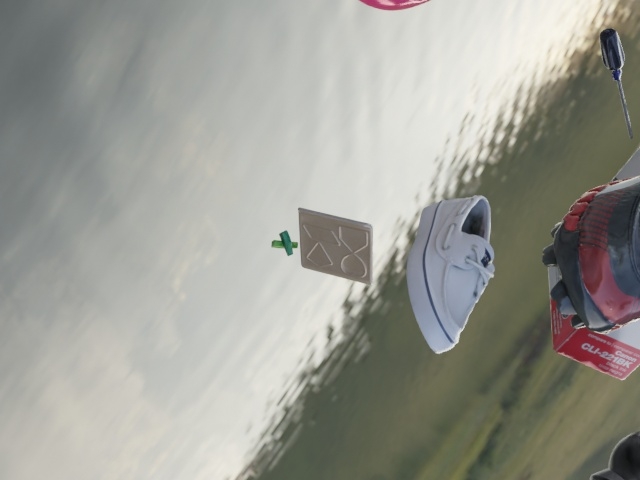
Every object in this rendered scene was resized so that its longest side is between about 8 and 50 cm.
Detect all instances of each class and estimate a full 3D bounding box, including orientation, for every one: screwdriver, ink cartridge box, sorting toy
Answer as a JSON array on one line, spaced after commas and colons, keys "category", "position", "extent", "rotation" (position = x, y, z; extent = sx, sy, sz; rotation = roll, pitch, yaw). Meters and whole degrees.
[{"category": "screwdriver", "position": [0.347, -0.179, 1.144], "extent": [0.024, 0.025, 0.170], "rotation": [-58, 144, -26]}, {"category": "ink cartridge box", "position": [0.416, 0.014, 1.260], "extent": [0.197, 0.114, 0.273], "rotation": [-78, -166, -49]}, {"category": "sorting toy", "position": [0.000, 0.000, 0.711], "extent": [0.062, 0.083, 0.012], "rotation": [85, 27, -42]}]

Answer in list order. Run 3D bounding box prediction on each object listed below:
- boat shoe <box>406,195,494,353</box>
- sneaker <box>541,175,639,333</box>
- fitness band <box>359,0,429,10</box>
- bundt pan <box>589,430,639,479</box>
[{"category": "boat shoe", "position": [0.158, 0.024, 1.130], "extent": [0.084, 0.095, 0.258], "rotation": [-22, -149, 23]}, {"category": "sneaker", "position": [0.272, -0.014, 0.703], "extent": [0.276, 0.097, 0.135], "rotation": [-22, -178, -41]}, {"category": "fitness band", "position": [0.055, -0.361, 0.920], "extent": [0.209, 0.054, 0.291], "rotation": [4, 79, -44]}, {"category": "bundt pan", "position": [0.365, 0.282, 0.953], "extent": [0.331, 0.124, 0.331], "rotation": [-51, -169, 14]}]
